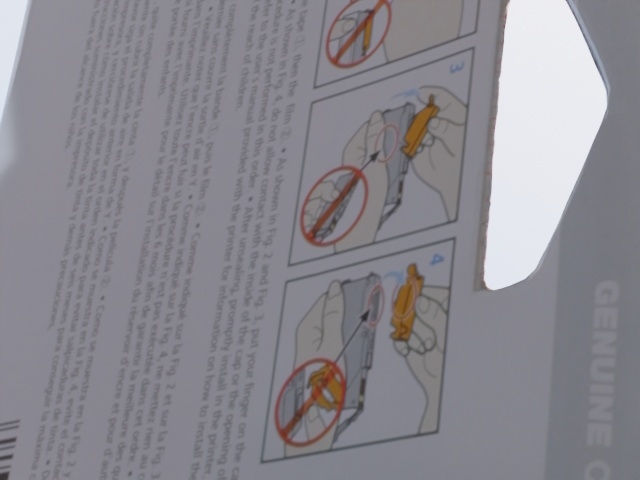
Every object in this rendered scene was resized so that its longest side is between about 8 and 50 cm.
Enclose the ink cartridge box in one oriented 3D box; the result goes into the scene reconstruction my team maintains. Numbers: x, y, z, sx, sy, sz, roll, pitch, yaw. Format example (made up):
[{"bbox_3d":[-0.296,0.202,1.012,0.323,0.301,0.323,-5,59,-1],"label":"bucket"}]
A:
[{"bbox_3d":[0.000,0.000,0.474,0.239,0.060,0.275,-14,-123,37],"label":"ink cartridge box"}]
